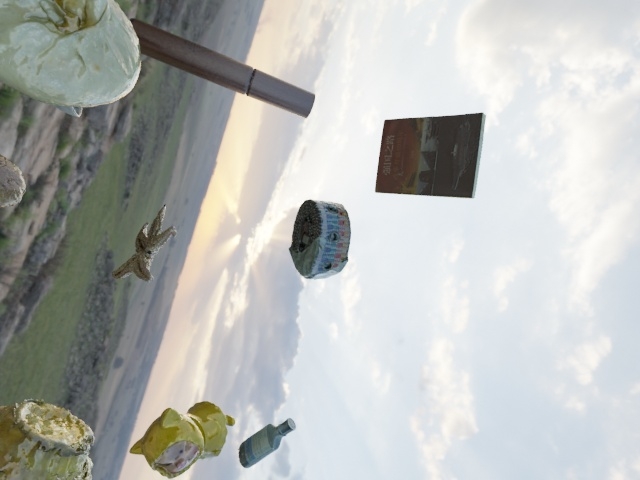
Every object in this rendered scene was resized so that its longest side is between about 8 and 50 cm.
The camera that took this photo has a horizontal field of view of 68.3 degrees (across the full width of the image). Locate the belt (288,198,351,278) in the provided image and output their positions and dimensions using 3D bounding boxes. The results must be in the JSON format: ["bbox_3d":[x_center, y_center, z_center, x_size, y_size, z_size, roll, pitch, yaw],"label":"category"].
[{"bbox_3d":[0.000,0.000,1.519,0.207,0.150,0.258,13,-84,61],"label":"belt"}]

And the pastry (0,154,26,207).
[{"bbox_3d":[-0.767,-0.141,1.096,0.081,0.153,0.153,-40,-155,15],"label":"pastry"}]

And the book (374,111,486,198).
[{"bbox_3d":[0.348,-0.277,1.555,0.374,0.028,0.263,9,-86,42],"label":"book"}]

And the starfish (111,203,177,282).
[{"bbox_3d":[-0.399,0.021,1.075,0.240,0.043,0.227,-32,-144,23],"label":"starfish"}]

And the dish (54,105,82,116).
[{"bbox_3d":[-0.482,-0.313,0.834,0.190,0.066,0.191,171,-90,-78],"label":"dish"}]

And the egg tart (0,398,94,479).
[{"bbox_3d":[-0.398,0.287,0.667,0.074,0.191,0.191,-55,-166,-4],"label":"egg tart"}]

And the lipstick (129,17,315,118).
[{"bbox_3d":[-0.181,-0.317,0.885,0.057,0.356,0.057,-162,-90,-71],"label":"lipstick"}]

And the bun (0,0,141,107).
[{"bbox_3d":[-0.335,-0.277,0.610,0.127,0.222,0.222,-45,-151,34],"label":"bun"}]

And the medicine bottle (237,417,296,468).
[{"bbox_3d":[-0.168,0.630,1.486,0.208,0.054,0.090,-37,-148,12],"label":"medicine bottle"}]

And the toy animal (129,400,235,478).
[{"bbox_3d":[-0.297,0.441,1.074,0.156,0.229,0.156,-9,-108,30],"label":"toy animal"}]
